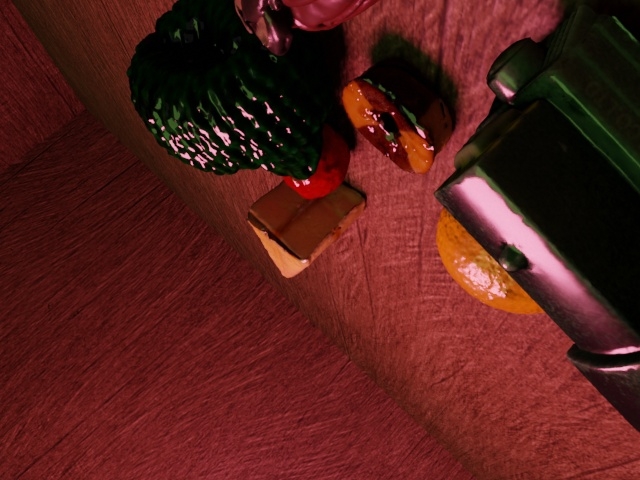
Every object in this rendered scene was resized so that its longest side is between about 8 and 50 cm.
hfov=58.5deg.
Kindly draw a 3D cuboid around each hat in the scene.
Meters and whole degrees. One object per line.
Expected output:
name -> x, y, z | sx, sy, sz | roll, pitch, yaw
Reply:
hat -> -0.084, -0.162, 0.799 | 0.332, 0.242, 0.274 | 44, -176, -47

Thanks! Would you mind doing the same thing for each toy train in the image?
toy train -> 0.230, -0.002, 0.427 | 0.330, 0.178, 0.138 | 46, 165, 0

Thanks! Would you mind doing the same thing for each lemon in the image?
lemon -> 0.203, 0.003, 0.584 | 0.187, 0.142, 0.142 | 33, 160, 24

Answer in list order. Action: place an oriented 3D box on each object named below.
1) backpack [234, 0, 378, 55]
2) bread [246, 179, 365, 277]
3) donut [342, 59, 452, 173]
backpack -> -0.012, -0.278, 0.475 | 0.229, 0.138, 0.229 | 50, 154, 35
bread -> 0.000, 0.001, 1.093 | 0.163, 0.168, 0.264 | 37, 165, 30
donut -> 0.092, -0.144, 0.662 | 0.140, 0.059, 0.140 | 42, 164, 15
